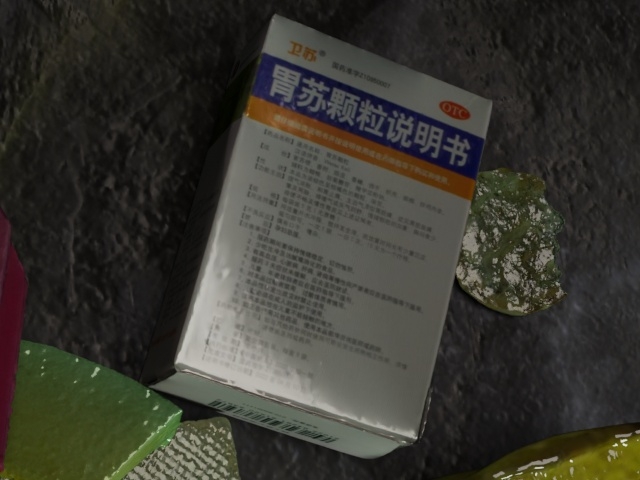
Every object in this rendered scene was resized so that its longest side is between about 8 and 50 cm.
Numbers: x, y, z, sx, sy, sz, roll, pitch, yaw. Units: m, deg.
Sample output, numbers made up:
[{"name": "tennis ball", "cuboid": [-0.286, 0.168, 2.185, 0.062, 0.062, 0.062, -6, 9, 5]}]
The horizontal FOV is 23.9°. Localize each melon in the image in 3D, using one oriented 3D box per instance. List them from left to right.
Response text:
[{"name": "melon", "cuboid": [-0.235, 0.126, 1.090, 0.261, 0.053, 0.114, 15, 69, 1]}]

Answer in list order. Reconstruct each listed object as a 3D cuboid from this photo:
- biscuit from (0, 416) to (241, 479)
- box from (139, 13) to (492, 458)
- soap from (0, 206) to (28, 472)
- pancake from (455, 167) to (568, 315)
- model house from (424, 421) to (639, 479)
[{"name": "biscuit", "cuboid": [-0.155, 0.201, 1.120, 0.199, 0.040, 0.121, -6, 80, -21]}, {"name": "box", "cuboid": [0.000, 0.000, 1.193, 0.200, 0.106, 0.299, 20, 69, -15]}, {"name": "soap", "cuboid": [-0.290, 0.036, 1.049, 0.162, 0.099, 0.250, 0, 61, 2]}, {"name": "pancake", "cuboid": [0.159, 0.000, 1.297, 0.116, 0.022, 0.130, 5, 75, -17]}, {"name": "model house", "cuboid": [0.184, 0.272, 1.155, 0.193, 0.175, 0.234, -15, 79, -24]}]
